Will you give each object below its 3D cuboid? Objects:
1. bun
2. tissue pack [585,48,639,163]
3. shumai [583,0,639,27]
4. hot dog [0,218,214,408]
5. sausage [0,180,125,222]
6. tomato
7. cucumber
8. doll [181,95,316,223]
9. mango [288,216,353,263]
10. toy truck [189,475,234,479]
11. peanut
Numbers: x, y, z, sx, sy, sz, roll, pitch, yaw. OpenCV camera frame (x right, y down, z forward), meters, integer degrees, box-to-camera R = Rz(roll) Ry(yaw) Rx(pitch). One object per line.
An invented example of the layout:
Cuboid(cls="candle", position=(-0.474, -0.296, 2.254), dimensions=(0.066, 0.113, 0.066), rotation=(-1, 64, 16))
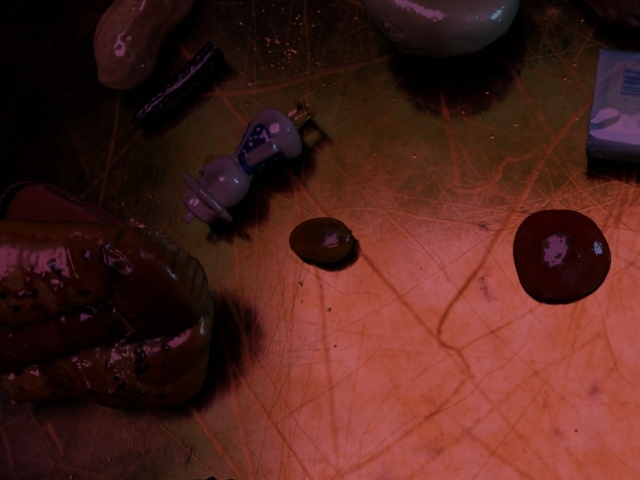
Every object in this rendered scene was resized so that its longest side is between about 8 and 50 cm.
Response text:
Cuboid(cls="bun", position=(0.196, -0.409, 1.678), dimensions=(0.283, 0.179, 0.283), rotation=(2, 60, -3))
Cuboid(cls="tissue pack", position=(0.559, -0.200, 1.550), dimensions=(0.263, 0.089, 0.177), rotation=(9, 76, 15))
Cuboid(cls="shumai", position=(0.512, -0.506, 1.570), dimensions=(0.314, 0.262, 0.267), rotation=(34, 83, 24))
Cuboid(cls="hot dog", position=(-0.354, 0.125, 1.572), dimensions=(0.365, 0.367, 0.196), rotation=(-2, 39, 5))
Cuboid(cls="sausage", position=(-0.446, -0.008, 1.722), dimensions=(0.279, 0.152, 0.152), rotation=(26, 81, 20))
Cuboid(cls="tomato", position=(0.374, 0.016, 1.538), dimensions=(0.155, 0.069, 0.156), rotation=(-4, 72, 13))
Cuboid(cls="cucumber", position=(-0.262, -0.277, 1.810), dimensions=(0.214, 0.058, 0.052), rotation=(-42, 73, 1))
Cuboid(cls="doll", position=(-0.129, -0.136, 1.698), dimensions=(0.293, 0.119, 0.138), rotation=(-45, 24, -3))
Cuboid(cls="mango", position=(0.000, 0.000, 1.652), dimensions=(0.114, 0.057, 0.079), rotation=(-2, 76, 23))
Cuboid(cls="toy truck", position=(-0.143, 0.467, 1.476), dimensions=(0.147, 0.165, 0.224), rotation=(-27, 68, 4))
Cuboid(cls="peanut", position=(-0.328, -0.422, 1.836), dimensions=(0.149, 0.149, 0.313), rotation=(22, 79, 20))
